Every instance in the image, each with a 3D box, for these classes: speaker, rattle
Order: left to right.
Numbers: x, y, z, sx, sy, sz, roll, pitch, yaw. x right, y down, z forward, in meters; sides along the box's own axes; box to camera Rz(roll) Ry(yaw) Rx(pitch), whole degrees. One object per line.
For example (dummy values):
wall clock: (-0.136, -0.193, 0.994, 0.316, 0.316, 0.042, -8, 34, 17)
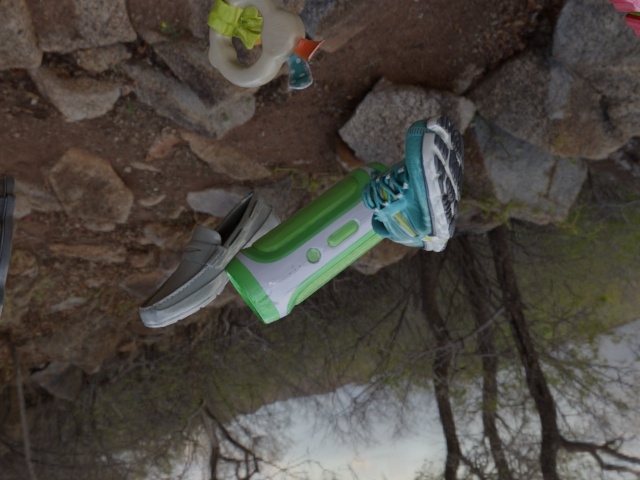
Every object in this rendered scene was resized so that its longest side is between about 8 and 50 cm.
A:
rattle: (-0.041, -0.251, 0.697, 0.200, 0.130, 0.143, 19, -175, 31)
speaker: (0.000, 0.000, 0.850, 0.296, 0.131, 0.131, -37, 160, -14)

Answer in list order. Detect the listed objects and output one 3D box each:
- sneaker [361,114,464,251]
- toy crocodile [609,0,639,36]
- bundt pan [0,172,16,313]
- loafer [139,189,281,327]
sneaker: (0.100, -0.047, 0.608, 0.110, 0.107, 0.275, 8, 163, 9)
toy crocodile: (0.471, -0.326, 0.743, 0.341, 0.115, 0.105, 32, 109, -21)
bundt pan: (-0.456, 0.069, 0.620, 0.124, 0.330, 0.331, 10, 153, -36)
loafer: (-0.199, 0.026, 0.953, 0.112, 0.319, 0.111, -3, 123, 45)
